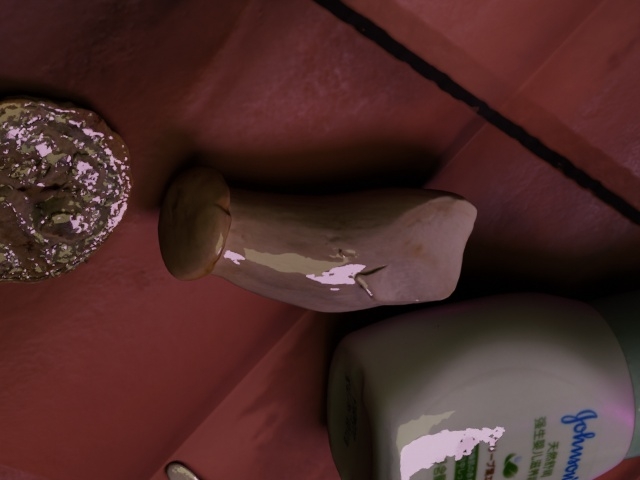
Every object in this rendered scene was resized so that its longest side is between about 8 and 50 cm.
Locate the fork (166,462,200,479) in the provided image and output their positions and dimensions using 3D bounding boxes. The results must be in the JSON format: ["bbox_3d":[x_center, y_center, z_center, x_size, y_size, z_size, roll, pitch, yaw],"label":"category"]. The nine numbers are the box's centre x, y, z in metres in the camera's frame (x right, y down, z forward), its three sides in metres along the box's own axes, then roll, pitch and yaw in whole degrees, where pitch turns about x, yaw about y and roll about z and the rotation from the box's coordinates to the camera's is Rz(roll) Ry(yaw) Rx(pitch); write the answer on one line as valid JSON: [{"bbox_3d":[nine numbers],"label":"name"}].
[{"bbox_3d":[-0.071,0.257,1.293,0.034,0.028,0.219,-34,129,16],"label":"fork"}]

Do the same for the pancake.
[{"bbox_3d":[-0.208,-0.035,0.985,0.158,0.028,0.158,-11,128,-14],"label":"pancake"}]

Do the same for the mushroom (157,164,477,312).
[{"bbox_3d":[0.000,0.005,1.067,0.247,0.096,0.108,5,150,-24],"label":"mushroom"}]

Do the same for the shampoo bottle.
[{"bbox_3d":[0.189,0.134,1.219,0.350,0.151,0.221,-10,129,-17],"label":"shampoo bottle"}]
